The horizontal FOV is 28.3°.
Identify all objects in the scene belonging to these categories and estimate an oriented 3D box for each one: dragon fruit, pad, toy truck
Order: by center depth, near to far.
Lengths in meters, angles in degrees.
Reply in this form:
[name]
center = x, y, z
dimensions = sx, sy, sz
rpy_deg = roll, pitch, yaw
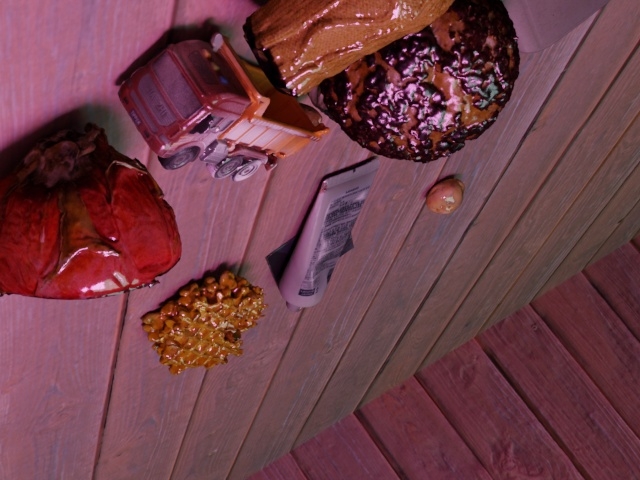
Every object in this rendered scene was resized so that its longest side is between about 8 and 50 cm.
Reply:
[dragon fruit]
center = -0.257, -0.043, 1.328
dimensions = 0.218, 0.224, 0.148
rpy_deg = -79, 172, -65
[toy truck]
center = -0.104, -0.145, 1.423
dimensions = 0.135, 0.114, 0.270
rpy_deg = -39, 163, 18
[pad]
center = -0.014, 0.020, 2.189
dimensions = 0.164, 0.004, 0.243
rpy_deg = -35, 162, -7

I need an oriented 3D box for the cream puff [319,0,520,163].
[cream puff]
center = 0.113, -0.202, 1.470
dimensions = 0.239, 0.239, 0.165
rpy_deg = -43, -160, 18

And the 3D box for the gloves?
[gloves]
center = 0.074, -0.290, 1.308
dimensions = 0.356, 0.155, 0.203
rpy_deg = -48, 180, 15

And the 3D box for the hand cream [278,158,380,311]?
[hand cream]
center = 0.000, 0.000, 2.080
dimensions = 0.124, 0.078, 0.340
rpy_deg = -22, 149, -37

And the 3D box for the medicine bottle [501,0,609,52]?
[medicine bottle]
center = 0.298, -0.380, 1.579
dimensions = 0.282, 0.123, 0.375
rpy_deg = -39, 163, 6

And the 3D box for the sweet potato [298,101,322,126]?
[sweet potato]
center = -0.093, -0.136, 1.580
dimensions = 0.214, 0.050, 0.050
rpy_deg = -17, 154, -32

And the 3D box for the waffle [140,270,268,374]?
[waffle]
center = -0.172, 0.131, 1.997
dimensions = 0.197, 0.070, 0.193
rpy_deg = -27, 148, -8

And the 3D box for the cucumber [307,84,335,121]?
[cucumber]
center = 0.042, -0.182, 1.677
dimensions = 0.074, 0.074, 0.241
rpy_deg = -40, 163, 8

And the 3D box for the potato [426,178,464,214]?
[potato]
center = 0.232, -0.082, 2.323
dimensions = 0.068, 0.062, 0.083
rpy_deg = -33, -168, 44
